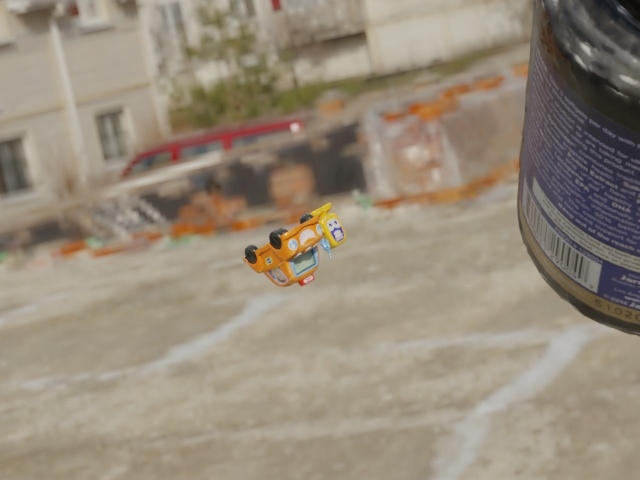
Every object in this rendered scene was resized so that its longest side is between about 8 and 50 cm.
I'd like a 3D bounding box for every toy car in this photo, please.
[{"bbox_3d":[0.000,0.000,1.100,0.060,0.040,0.122,-29,0,35],"label":"toy car"}]

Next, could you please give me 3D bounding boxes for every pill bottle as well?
[{"bbox_3d":[0.138,-0.064,0.620,0.123,0.122,0.219,-13,-31,-4],"label":"pill bottle"}]
